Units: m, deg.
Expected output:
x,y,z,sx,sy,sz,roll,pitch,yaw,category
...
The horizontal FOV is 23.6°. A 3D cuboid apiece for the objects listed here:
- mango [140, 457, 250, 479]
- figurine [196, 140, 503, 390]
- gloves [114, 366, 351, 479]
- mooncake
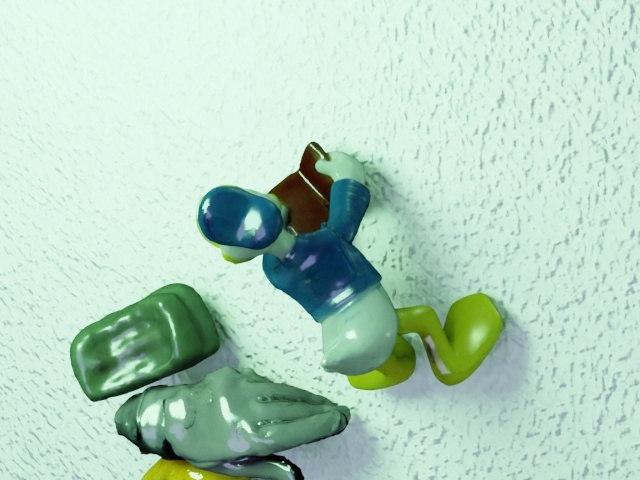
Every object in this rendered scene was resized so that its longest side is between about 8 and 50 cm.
x,y,z,sx,sy,sz,roll,pitch,yaw,category
-0.171,0.360,1.895,0.157,0.109,0.262,32,119,17,mango
0.000,0.000,1.617,0.204,0.338,0.283,-31,52,27,figurine
-0.103,0.218,1.782,0.285,0.119,0.142,-6,83,15,gloves
-0.211,0.123,1.820,0.104,0.175,0.168,66,165,-4,mooncake
